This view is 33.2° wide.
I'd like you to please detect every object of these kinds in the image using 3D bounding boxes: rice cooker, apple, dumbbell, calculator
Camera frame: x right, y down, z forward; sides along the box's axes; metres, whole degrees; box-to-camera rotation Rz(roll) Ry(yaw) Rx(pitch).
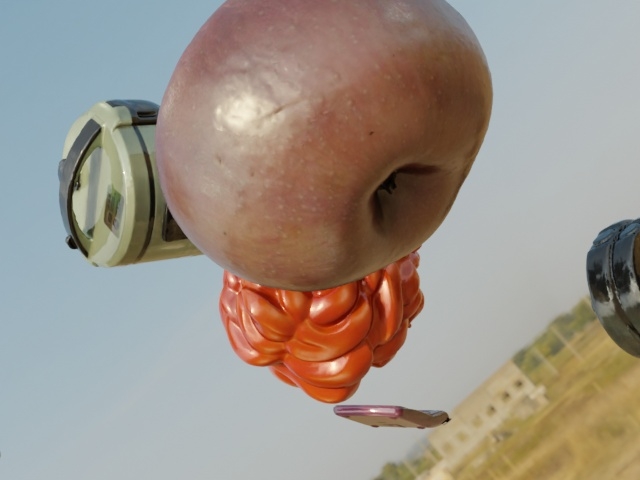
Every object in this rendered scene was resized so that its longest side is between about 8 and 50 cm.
[{"bbox_3d":[-0.228,-0.076,1.431,0.244,0.226,0.226,-5,-32,-34],"label":"rice cooker"},{"bbox_3d":[0.006,-0.092,0.949,0.305,0.235,0.306,-31,-34,-23],"label":"apple"},{"bbox_3d":[0.482,0.024,1.285,0.185,0.185,0.388,-30,1,-44],"label":"dumbbell"},{"bbox_3d":[0.114,0.282,1.712,0.126,0.034,0.190,-3,-13,31],"label":"calculator"}]

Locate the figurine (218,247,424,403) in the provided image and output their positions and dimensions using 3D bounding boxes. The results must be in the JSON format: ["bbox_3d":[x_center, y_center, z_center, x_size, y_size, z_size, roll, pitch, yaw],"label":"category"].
[{"bbox_3d":[-0.004,0.001,1.304,0.306,0.241,0.412,-62,14,10],"label":"figurine"}]
